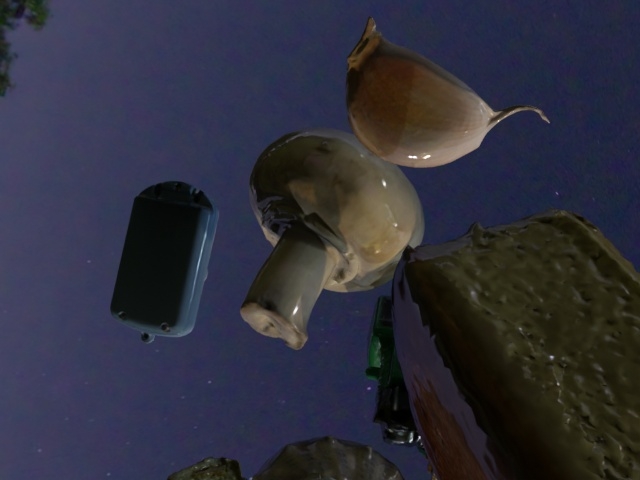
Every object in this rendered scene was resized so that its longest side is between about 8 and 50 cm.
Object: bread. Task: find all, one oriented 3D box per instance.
[{"bbox_3d":[0.175,0.189,0.383,0.143,0.324,0.333,-24,-133,-6],"label":"bread"},{"bbox_3d":[-0.295,0.674,1.549,0.196,0.238,0.252,38,-57,30],"label":"bread"}]

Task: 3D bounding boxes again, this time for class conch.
[{"bbox_3d":[0.022,0.308,0.762,0.210,0.291,0.159,-2,-104,5],"label":"conch"}]

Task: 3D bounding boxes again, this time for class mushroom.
[{"bbox_3d":[0.000,0.000,1.055,0.314,0.314,0.336,11,-122,29],"label":"mushroom"}]

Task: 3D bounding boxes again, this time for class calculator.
[{"bbox_3d":[-0.200,0.027,0.833,0.121,0.039,0.210,10,-93,21],"label":"calculator"}]

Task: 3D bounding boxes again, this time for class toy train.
[{"bbox_3d":[0.199,0.235,1.174,0.249,0.429,0.178,8,-57,7],"label":"toy train"}]

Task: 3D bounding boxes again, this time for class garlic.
[{"bbox_3d":[0.147,-0.159,0.869,0.266,0.148,0.129,20,-110,-2],"label":"garlic"}]
